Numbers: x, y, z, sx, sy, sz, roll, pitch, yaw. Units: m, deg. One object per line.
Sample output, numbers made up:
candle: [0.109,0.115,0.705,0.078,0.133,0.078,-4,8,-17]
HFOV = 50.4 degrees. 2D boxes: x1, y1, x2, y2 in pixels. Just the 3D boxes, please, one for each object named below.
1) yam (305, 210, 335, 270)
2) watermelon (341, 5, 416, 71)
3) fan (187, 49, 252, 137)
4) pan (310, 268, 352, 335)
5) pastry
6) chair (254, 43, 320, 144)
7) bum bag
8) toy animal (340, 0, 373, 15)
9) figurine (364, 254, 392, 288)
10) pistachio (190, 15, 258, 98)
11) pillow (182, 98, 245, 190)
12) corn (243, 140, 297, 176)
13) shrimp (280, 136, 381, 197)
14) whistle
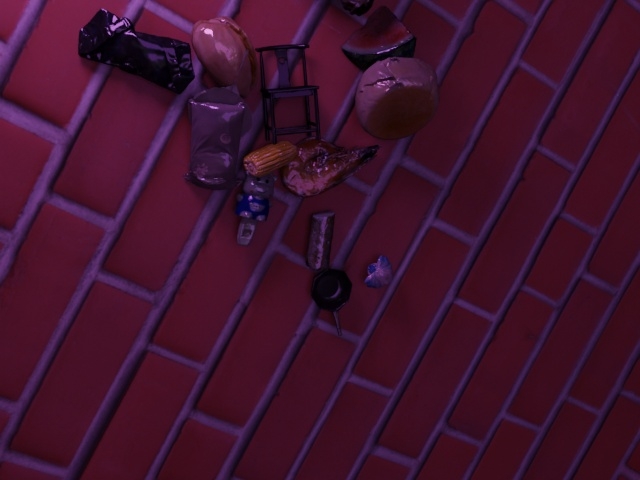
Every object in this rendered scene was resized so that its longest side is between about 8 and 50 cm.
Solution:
yam: [0.000,0.000,2.024,0.078,0.078,0.179,5,100,-19]
watermelon: [0.174,-0.567,1.924,0.136,0.207,0.202,-21,91,-40]
fan: [-0.243,-0.384,1.801,0.182,0.010,0.310,22,133,-15]
pan: [0.021,0.183,2.083,0.128,0.048,0.202,11,96,-18]
pastry: [0.220,-0.403,1.932,0.264,0.133,0.265,-6,146,-4]
chair: [-0.085,-0.408,1.879,0.154,0.141,0.260,-8,106,-13]
bum bag: [-0.472,-0.492,1.769,0.309,0.074,0.137,19,107,-15]
toy animal: [0.015,-0.775,1.805,0.344,0.194,0.303,8,93,-14]
figurine: [0.187,0.105,2.115,0.114,0.079,0.114,-32,132,-43]
pistachio: [-0.250,-0.486,1.808,0.157,0.157,0.229,-37,118,-7]
pillow: [-0.290,-0.254,1.839,0.169,0.059,0.255,9,116,2]
corn: [-0.138,-0.230,1.890,0.165,0.085,0.063,-31,126,-40]
shrimp: [0.025,-0.239,1.994,0.316,0.062,0.164,-25,100,-13]
whistle: [-0.190,-0.102,1.932,0.110,0.092,0.245,14,96,-23]
